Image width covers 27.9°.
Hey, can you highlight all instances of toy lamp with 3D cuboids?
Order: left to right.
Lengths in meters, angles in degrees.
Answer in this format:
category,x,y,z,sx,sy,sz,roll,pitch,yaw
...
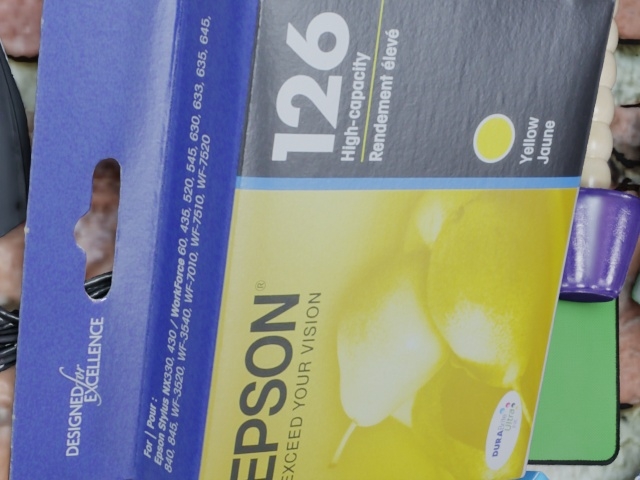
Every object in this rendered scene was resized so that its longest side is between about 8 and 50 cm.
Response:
category,x,y,z,sx,sy,sz,roll,pitch,yaw
toy lamp,0.185,-0.096,0.871,0.080,0.080,0.274,13,76,-27

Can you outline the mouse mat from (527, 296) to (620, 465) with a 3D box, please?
category,x,y,z,sx,sy,sz,roll,pitch,yaw
mouse mat,0.127,0.074,0.860,0.190,0.007,0.152,6,81,-29

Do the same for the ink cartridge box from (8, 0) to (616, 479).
category,x,y,z,sx,sy,sz,roll,pitch,yaw
ink cartridge box,0.000,0.000,0.696,0.307,0.072,0.303,-3,111,-30

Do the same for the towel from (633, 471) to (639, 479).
category,x,y,z,sx,sy,sz,roll,pitch,yaw
towel,0.272,0.306,0.864,0.243,0.040,0.336,-46,116,-27

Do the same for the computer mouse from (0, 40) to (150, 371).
category,x,y,z,sx,sy,sz,roll,pitch,yaw
computer mouse,-0.164,-0.055,0.681,0.184,0.060,0.262,-10,90,-29

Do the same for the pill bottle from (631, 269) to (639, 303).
category,x,y,z,sx,sy,sz,roll,pitch,yaw
pill bottle,0.362,-0.116,0.839,0.229,0.229,0.407,18,98,-26

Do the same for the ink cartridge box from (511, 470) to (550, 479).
category,x,y,z,sx,sy,sz,roll,pitch,yaw
ink cartridge box,0.119,0.219,0.813,0.088,0.052,0.122,48,63,-16
